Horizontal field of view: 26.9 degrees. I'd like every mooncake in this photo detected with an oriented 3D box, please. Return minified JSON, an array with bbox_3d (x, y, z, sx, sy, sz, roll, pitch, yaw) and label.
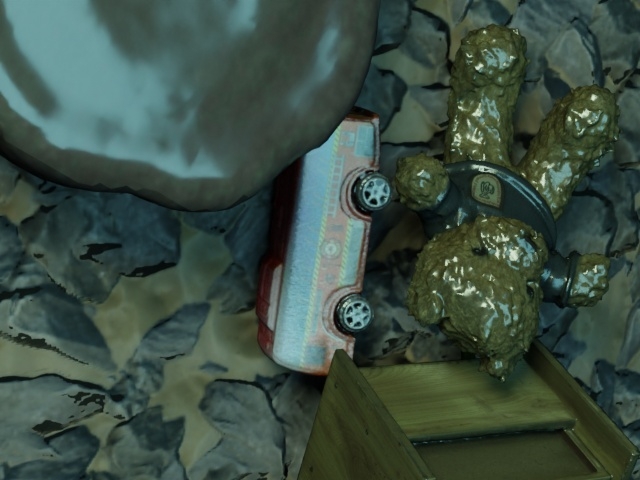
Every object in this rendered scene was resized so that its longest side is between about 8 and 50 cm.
[{"bbox_3d":[-0.114,-0.171,0.796,0.306,0.154,0.306,-7,106,-26],"label":"mooncake"}]

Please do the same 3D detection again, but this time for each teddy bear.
[{"bbox_3d":[0.132,-0.018,0.969,0.182,0.129,0.251,25,59,-4],"label":"teddy bear"}]

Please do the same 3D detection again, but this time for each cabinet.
[{"bbox_3d":[0.087,0.193,0.959,0.174,0.148,0.215,-2,125,-27],"label":"cabinet"}]

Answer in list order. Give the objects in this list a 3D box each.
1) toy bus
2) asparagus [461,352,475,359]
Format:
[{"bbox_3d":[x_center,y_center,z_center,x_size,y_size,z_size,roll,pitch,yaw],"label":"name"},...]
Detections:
[{"bbox_3d":[0.000,0.000,0.948,0.077,0.065,0.192,5,99,-17],"label":"toy bus"},{"bbox_3d":[0.115,0.075,1.048,0.015,0.018,0.127,-3,106,9],"label":"asparagus"}]
